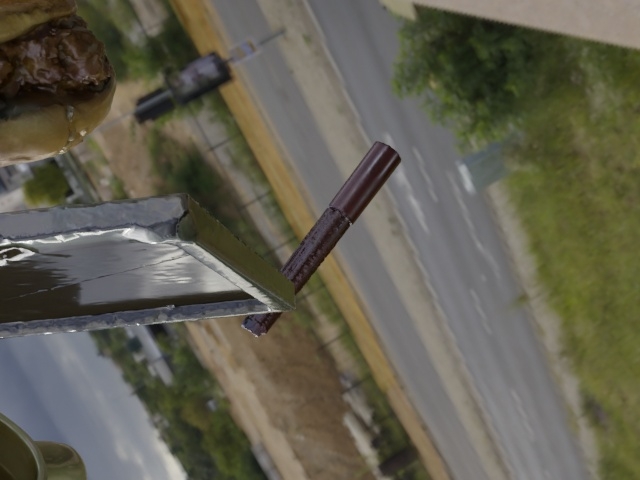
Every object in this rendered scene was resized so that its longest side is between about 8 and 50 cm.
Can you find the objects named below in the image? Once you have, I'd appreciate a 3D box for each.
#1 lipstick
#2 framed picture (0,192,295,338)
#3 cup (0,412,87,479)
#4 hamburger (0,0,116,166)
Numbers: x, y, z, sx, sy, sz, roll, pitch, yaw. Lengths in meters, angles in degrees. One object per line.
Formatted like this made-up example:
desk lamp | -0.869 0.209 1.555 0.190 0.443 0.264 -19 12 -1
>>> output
lipstick | 0.000 0.000 0.821 0.027 0.176 0.027 36 172 6
framed picture | -0.163 0.025 0.464 0.209 0.281 0.019 58 -153 -76
cup | -0.315 0.227 0.854 0.173 0.202 0.255 32 -168 5
hamburger | -0.285 -0.172 0.983 0.282 0.245 0.155 -54 -33 -56
